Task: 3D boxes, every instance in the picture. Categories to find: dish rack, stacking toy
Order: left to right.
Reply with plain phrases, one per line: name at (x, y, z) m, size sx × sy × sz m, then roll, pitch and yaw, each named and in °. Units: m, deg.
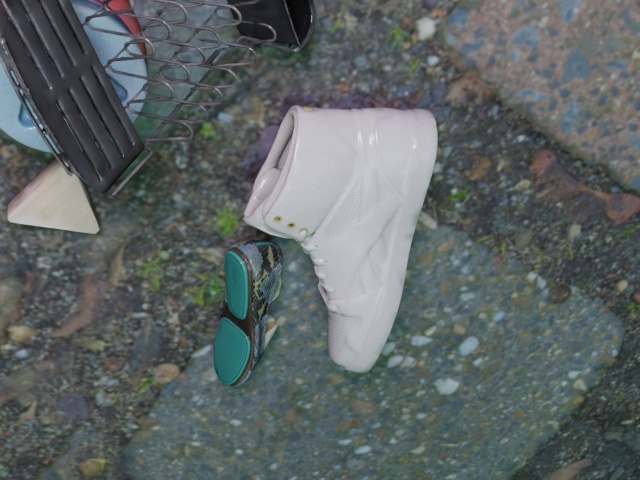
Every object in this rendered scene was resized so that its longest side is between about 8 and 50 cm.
stacking toy at (-0.295, -0.085, 0.788) m, size 0.309 × 0.130 × 0.279 m, roll 0°, pitch 126°, yaw -16°
dish rack at (-0.118, -0.174, 0.716) m, size 0.074 × 0.271 × 0.208 m, roll 8°, pitch 137°, yaw 32°

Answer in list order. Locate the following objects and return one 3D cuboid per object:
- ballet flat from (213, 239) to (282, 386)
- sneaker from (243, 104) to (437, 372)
ballet flat at (-0.071, 0.078, 1.027) m, size 0.070 × 0.070 × 0.188 m, roll -1°, pitch 130°, yaw -16°
sneaker at (0.000, 0.000, 0.965) m, size 0.169 × 0.108 × 0.292 m, roll 3°, pitch 115°, yaw -17°
